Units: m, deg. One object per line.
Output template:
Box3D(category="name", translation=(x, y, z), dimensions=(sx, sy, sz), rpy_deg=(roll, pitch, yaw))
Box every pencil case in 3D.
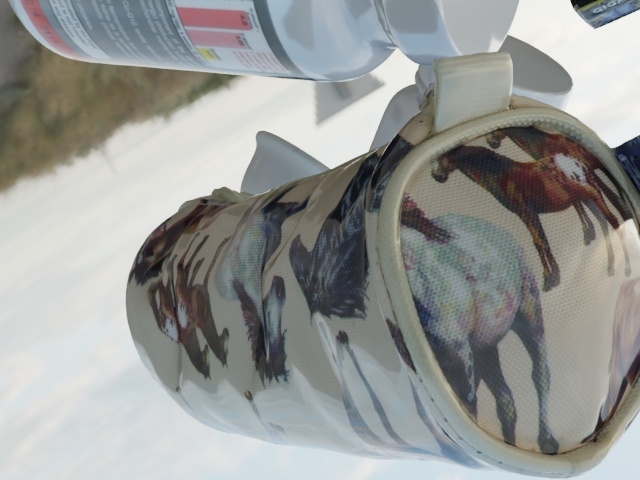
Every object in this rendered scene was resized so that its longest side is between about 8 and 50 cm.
Box3D(category="pencil case", translation=(0.016, 0.026, 0.707), dimensions=(0.159, 0.184, 0.410), rpy_deg=(-3, 176, -25))

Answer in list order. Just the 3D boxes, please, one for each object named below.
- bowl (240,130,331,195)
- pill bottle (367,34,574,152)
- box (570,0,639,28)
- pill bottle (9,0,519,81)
Box3D(category="bowl", translation=(0.000, 0.000, 1.611), dimensions=(0.134, 0.298, 0.298), rpy_deg=(-53, -168, -5))
Box3D(category="pill bottle", translation=(0.115, -0.046, 1.166), dimensions=(0.160, 0.160, 0.283), rpy_deg=(-47, 161, -59))
Box3D(category="box", translation=(0.405, -0.420, 1.413), dimensions=(0.322, 0.257, 0.079), rpy_deg=(-21, 162, 23))
Box3D(category="pill bottle", translation=(-0.045, -0.227, 0.943), dimensions=(0.362, 0.210, 0.210), rpy_deg=(9, -150, 28))
